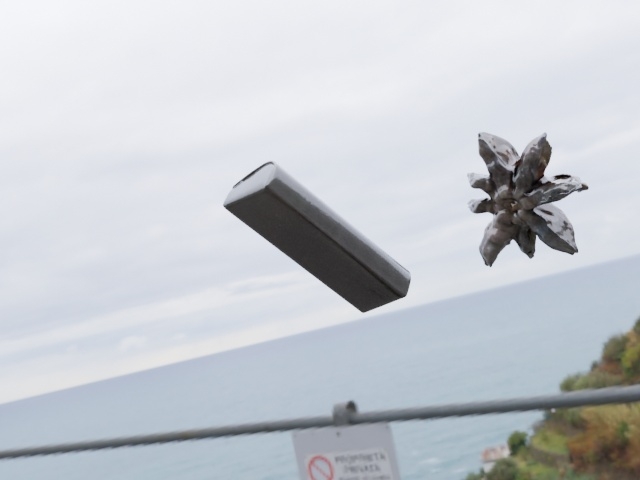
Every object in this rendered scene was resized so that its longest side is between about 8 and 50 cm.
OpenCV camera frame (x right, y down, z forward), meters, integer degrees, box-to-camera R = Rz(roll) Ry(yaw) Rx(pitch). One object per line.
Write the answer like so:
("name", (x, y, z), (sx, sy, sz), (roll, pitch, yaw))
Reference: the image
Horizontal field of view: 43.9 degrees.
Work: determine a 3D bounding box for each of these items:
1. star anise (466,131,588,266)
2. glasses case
("star anise", (0.311, -0.060, 1.231), (0.093, 0.229, 0.236), (-30, -24, -48))
("glasses case", (0.001, 0.001, 0.762), (0.191, 0.042, 0.072), (38, -45, -24))
